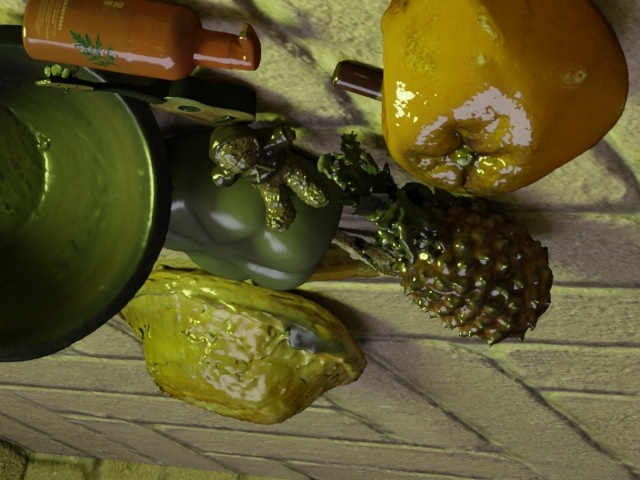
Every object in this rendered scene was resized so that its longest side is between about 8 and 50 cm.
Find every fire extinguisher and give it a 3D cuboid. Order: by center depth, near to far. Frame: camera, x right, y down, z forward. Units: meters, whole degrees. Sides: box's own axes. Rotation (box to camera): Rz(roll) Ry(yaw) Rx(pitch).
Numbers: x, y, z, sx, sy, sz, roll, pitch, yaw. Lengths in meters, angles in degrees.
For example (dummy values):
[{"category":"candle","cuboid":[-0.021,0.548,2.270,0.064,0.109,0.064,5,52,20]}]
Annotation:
[{"category":"fire extinguisher","cuboid":[0.094,-0.145,1.639,0.173,0.049,0.035,16,154,-9]}]

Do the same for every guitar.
[{"category":"guitar","cuboid":[-0.191,-0.165,1.694,0.271,0.038,0.084,8,167,-38]}]

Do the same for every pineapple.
[{"category":"pineapple","cuboid":[0.133,-0.003,1.865,0.361,0.175,0.175,35,153,-32]}]

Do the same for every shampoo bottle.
[{"category":"shampoo bottle","cuboid":[-0.181,-0.210,1.585,0.244,0.085,0.085,9,161,11]}]

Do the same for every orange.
[{"category":"orange","cuboid":[0.161,-0.135,1.411,0.249,0.183,0.249,13,162,5]}]

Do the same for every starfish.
[{"category":"starfish","cuboid":[0.096,0.021,2.074,0.208,0.053,0.176,8,174,34]}]

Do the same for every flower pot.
[{"category":"flower pot","cuboid":[-0.379,-0.069,1.816,0.379,0.379,0.251,22,178,-25]}]

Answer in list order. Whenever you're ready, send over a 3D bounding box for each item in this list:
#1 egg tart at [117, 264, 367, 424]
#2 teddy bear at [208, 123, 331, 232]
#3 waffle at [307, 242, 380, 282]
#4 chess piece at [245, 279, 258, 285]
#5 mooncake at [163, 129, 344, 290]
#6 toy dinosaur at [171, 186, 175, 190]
[{"category":"egg tart","cuboid":[-0.146,0.190,2.556,0.443,0.178,0.443,13,162,4]},{"category":"teddy bear","cuboid":[-0.065,-0.090,1.797,0.119,0.078,0.160,-29,131,24]},{"category":"waffle","cuboid":[0.000,0.000,2.151,0.191,0.125,0.032,-7,162,-44]},{"category":"chess piece","cuboid":[-0.163,-0.008,2.171,0.200,0.090,0.090,19,164,17]},{"category":"mooncake","cuboid":[-0.107,-0.036,1.957,0.275,0.135,0.275,15,160,6]},{"category":"toy dinosaur","cuboid":[-0.232,-0.108,1.875,0.032,0.108,0.220,-8,-154,-30]}]
